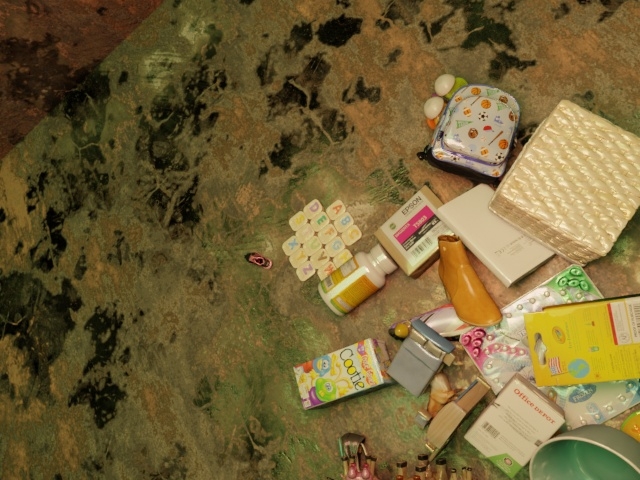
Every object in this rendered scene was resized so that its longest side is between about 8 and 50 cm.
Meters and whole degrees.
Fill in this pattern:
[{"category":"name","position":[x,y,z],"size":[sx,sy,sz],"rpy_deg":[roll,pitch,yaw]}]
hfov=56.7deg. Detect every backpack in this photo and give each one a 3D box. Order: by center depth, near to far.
[{"category":"backpack","position":[0.463,-0.330,1.768],"size":[0.276,0.213,0.264],"rpy_deg":[19,79,-1]}]

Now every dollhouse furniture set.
[{"category":"dollhouse furniture set","position":[0.264,0.423,1.664],"size":[0.303,0.198,0.287],"rpy_deg":[39,118,24]}]

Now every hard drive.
[{"category":"hard drive","position":[0.518,-0.024,1.751],"size":[0.202,0.040,0.308],"rpy_deg":[-28,61,-22]}]

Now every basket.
[{"category":"basket","position":[0.676,-0.154,1.592],"size":[0.331,0.266,0.328],"rpy_deg":[34,91,14]}]

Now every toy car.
[{"category":"toy car","position":[0.408,-0.441,1.923],"size":[0.182,0.159,0.136],"rpy_deg":[-65,25,0]}]

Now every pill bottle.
[{"category":"pill bottle","position":[0.124,0.122,1.916],"size":[0.245,0.136,0.136],"rpy_deg":[-39,64,13]}]

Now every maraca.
[{"category":"maraca","position":[0.822,0.511,1.502],"size":[0.127,0.099,0.186],"rpy_deg":[20,109,18]}]

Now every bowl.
[{"category":"bowl","position":[0.698,0.583,1.467],"size":[0.311,0.163,0.312],"rpy_deg":[20,122,36]}]

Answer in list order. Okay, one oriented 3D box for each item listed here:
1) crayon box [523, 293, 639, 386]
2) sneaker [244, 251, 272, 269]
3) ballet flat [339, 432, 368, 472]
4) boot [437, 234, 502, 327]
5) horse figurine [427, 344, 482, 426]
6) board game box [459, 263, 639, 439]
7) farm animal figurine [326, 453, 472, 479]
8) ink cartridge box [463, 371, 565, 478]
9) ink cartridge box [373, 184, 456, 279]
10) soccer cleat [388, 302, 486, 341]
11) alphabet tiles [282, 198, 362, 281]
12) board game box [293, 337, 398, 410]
[{"category":"crayon box","position":[0.699,0.255,1.518],"size":[0.318,0.081,0.203],"rpy_deg":[-10,87,17]},{"category":"sneaker","position":[-0.235,0.068,2.154],"size":[0.119,0.057,0.047],"rpy_deg":[16,87,30]},{"category":"ballet flat","position":[0.116,0.731,1.804],"size":[0.096,0.095,0.281],"rpy_deg":[-9,74,12]},{"category":"boot","position":[0.406,0.103,1.679],"size":[0.104,0.295,0.212],"rpy_deg":[-18,110,-9]},{"category":"horse figurine","position":[0.364,0.408,1.752],"size":[0.174,0.066,0.264],"rpy_deg":[-22,84,40]},{"category":"board game box","position":[0.643,0.328,1.605],"size":[0.389,0.050,0.390],"rpy_deg":[-36,79,15]},{"category":"farm animal figurine","position":[0.229,0.706,1.651],"size":[0.330,0.326,0.173],"rpy_deg":[168,102,-64]},{"category":"ink cartridge box","position":[0.515,0.486,1.571],"size":[0.160,0.092,0.219],"rpy_deg":[40,106,16]},{"category":"ink cartridge box","position":[0.318,-0.025,1.884],"size":[0.234,0.088,0.193],"rpy_deg":[-44,64,11]},{"category":"soccer cleat","position":[0.363,0.248,1.795],"size":[0.317,0.108,0.117],"rpy_deg":[-7,63,23]},{"category":"alphabet tiles","position":[0.000,0.000,2.074],"size":[0.278,0.021,0.284],"rpy_deg":[-37,64,14]},{"category":"board game box","position":[0.079,0.422,1.863],"size":[0.275,0.144,0.142],"rpy_deg":[-24,68,19]}]
